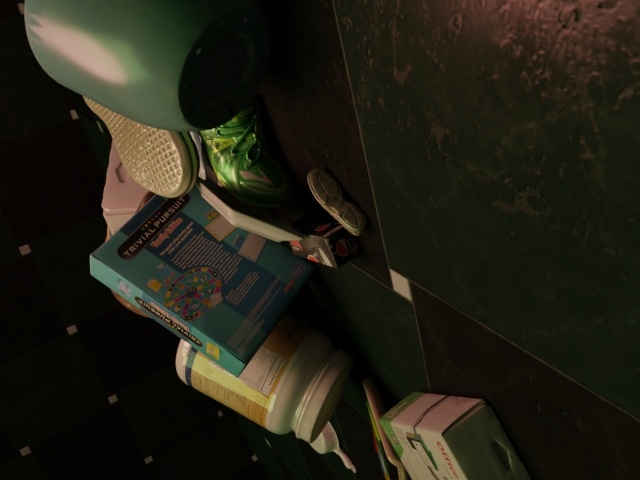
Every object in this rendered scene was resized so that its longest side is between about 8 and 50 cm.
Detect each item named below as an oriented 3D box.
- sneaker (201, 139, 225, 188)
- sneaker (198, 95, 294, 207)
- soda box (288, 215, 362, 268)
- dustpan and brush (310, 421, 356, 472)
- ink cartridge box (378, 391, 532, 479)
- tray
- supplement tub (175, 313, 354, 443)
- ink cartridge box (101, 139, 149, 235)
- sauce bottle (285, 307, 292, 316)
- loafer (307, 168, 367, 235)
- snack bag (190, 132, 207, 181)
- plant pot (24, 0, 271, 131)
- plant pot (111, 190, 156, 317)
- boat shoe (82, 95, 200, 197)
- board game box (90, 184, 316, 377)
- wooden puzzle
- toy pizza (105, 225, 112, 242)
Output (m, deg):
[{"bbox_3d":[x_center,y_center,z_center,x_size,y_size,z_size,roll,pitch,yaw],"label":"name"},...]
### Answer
[{"bbox_3d":[-0.190,-0.138,1.272,0.271,0.100,0.108,93,154,-48],"label":"sneaker"},{"bbox_3d":[-0.148,-0.183,1.078,0.295,0.109,0.123,55,154,1],"label":"sneaker"},{"bbox_3d":[0.000,0.000,1.060,0.169,0.053,0.060,14,130,62],"label":"soda box"},{"bbox_3d":[0.024,0.567,1.740,0.211,0.060,0.147,54,146,32],"label":"dustpan and brush"},{"bbox_3d":[0.204,0.331,0.970,0.160,0.093,0.219,60,159,0],"label":"ink cartridge box"},{"bbox_3d":[-0.140,-0.053,1.102,0.145,0.030,0.270,21,-173,-29],"label":"tray"},{"bbox_3d":[-0.112,0.258,1.289,0.316,0.228,0.228,25,147,15],"label":"supplement tub"},{"bbox_3d":[-0.451,-0.055,1.698,0.395,0.166,0.285,90,173,-52],"label":"ink cartridge box"},{"bbox_3d":[-0.127,0.156,1.465,0.111,0.111,0.344,33,147,49],"label":"sauce bottle"},{"bbox_3d":[0.022,-0.056,0.957,0.125,0.045,0.039,50,163,19],"label":"loafer"},{"bbox_3d":[-0.294,-0.272,1.395,0.342,0.037,0.323,32,145,50],"label":"snack bag"},{"bbox_3d":[-0.213,-0.291,0.877,0.235,0.293,0.293,34,150,20],"label":"plant pot"},{"bbox_3d":[-0.333,0.007,1.378,0.263,0.263,0.229,48,138,29],"label":"plant pot"},{"bbox_3d":[-0.343,-0.257,1.253,0.500,0.156,0.186,46,128,40],"label":"boat shoe"},{"bbox_3d":[-0.216,0.058,1.181,0.336,0.253,0.079,34,144,4],"label":"board game box"},{"bbox_3d":[0.133,0.419,1.204,0.221,0.044,0.238,-109,1,-58],"label":"wooden puzzle"},{"bbox_3d":[-0.540,0.022,1.645,0.201,0.032,0.201,173,90,-85],"label":"toy pizza"}]
